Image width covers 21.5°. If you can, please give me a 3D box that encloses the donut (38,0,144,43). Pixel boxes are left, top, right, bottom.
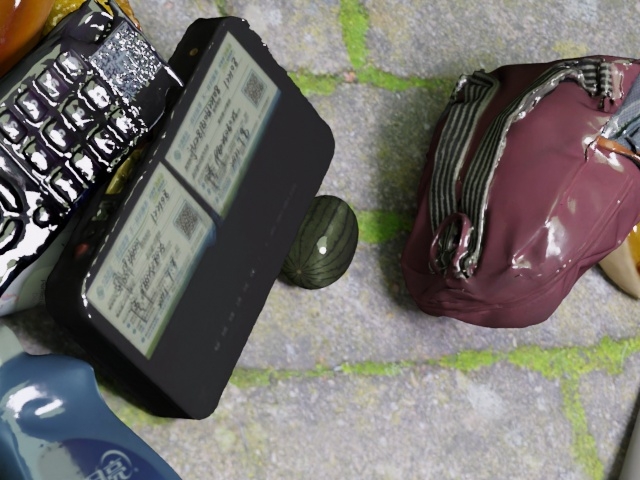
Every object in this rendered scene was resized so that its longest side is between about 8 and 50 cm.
[{"bbox_3d":[-0.239,-0.189,1.616,0.101,0.152,0.259,-22,79,-35],"label":"donut"}]

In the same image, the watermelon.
[{"bbox_3d":[0.000,0.000,1.711,0.078,0.078,0.111,35,54,-12],"label":"watermelon"}]

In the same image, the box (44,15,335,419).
[{"bbox_3d":[-0.114,-0.024,1.593,0.211,0.058,0.350,49,55,-37],"label":"box"}]

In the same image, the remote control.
[{"bbox_3d":[-0.285,-0.045,1.455,0.144,0.062,0.399,49,64,-19],"label":"remote control"}]

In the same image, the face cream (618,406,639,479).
[{"bbox_3d":[0.373,0.257,1.805,0.143,0.089,0.314,41,46,-6],"label":"face cream"}]

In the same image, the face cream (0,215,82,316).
[{"bbox_3d":[-0.269,0.025,1.543,0.229,0.075,0.075,-16,76,-34],"label":"face cream"}]

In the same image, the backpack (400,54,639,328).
[{"bbox_3d":[0.204,-0.051,1.745,0.197,0.283,0.317,52,58,-28],"label":"backpack"}]

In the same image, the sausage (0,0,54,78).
[{"bbox_3d":[-0.319,-0.158,1.522,0.105,0.105,0.274,21,95,-20],"label":"sausage"}]

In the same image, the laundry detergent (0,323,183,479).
[{"bbox_3d":[-0.225,0.188,1.478,0.143,0.094,0.290,-36,88,-33],"label":"laundry detergent"}]

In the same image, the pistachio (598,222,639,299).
[{"bbox_3d":[0.357,-0.046,1.908,0.157,0.157,0.229,-22,92,-36],"label":"pistachio"}]
